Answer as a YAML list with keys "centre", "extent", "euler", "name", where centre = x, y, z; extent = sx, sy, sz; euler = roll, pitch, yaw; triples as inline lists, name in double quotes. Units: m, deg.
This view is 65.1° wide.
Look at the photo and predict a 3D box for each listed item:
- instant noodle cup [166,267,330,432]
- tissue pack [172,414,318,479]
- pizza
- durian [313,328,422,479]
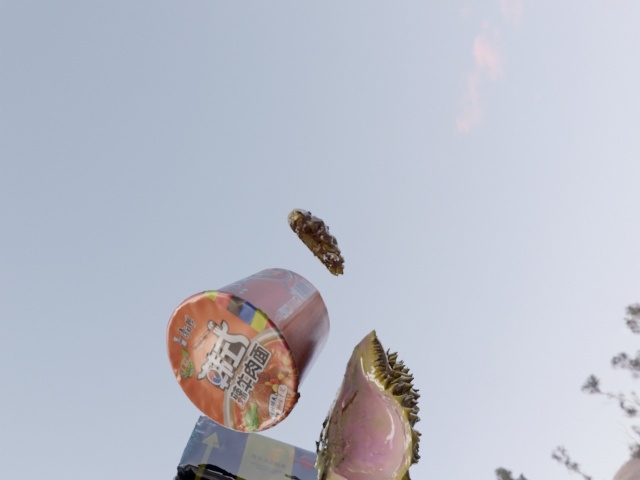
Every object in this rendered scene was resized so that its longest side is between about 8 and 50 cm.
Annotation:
- centre: [-0.106, 0.169, 0.869]
  extent: [0.192, 0.250, 0.250]
  euler: [-34, -44, -59]
  name: "instant noodle cup"
- centre: [-0.162, 0.633, 1.201]
  extent: [0.416, 0.253, 0.264]
  euler: [19, -73, -5]
  name: "tissue pack"
- centre: [0.001, -0.001, 1.184]
  extent: [0.069, 0.194, 0.154]
  euler: [-40, -11, 4]
  name: "pizza"
- centre: [0.125, 0.342, 0.962]
  extent: [0.195, 0.185, 0.305]
  euler: [38, -121, -55]
  name: "durian"
